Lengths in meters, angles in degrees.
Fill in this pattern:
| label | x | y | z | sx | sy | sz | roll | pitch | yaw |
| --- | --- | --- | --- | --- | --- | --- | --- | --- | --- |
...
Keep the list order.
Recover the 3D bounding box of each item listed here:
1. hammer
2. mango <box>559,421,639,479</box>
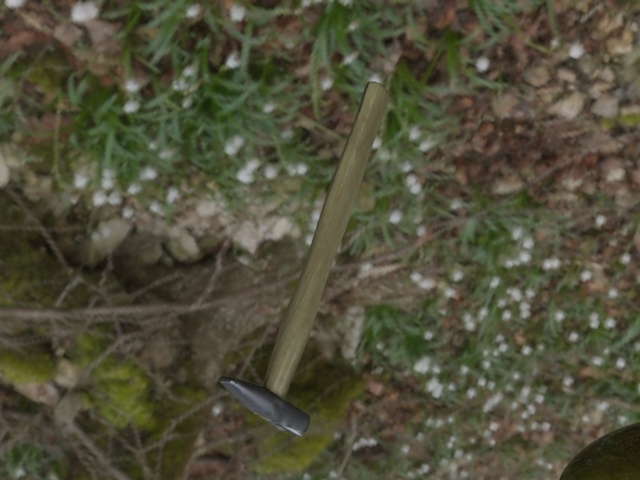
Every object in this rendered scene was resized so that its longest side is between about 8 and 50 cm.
| label | x | y | z | sx | sy | sz | roll | pitch | yaw |
| --- | --- | --- | --- | --- | --- | --- | --- | --- | --- |
| hammer | 0.000 | 0.000 | 0.556 | 0.013 | 0.199 | 0.062 | 1 | 154 | 41 |
| mango | 0.330 | 0.205 | 0.879 | 0.267 | 0.133 | 0.111 | -6 | 122 | 24 |
